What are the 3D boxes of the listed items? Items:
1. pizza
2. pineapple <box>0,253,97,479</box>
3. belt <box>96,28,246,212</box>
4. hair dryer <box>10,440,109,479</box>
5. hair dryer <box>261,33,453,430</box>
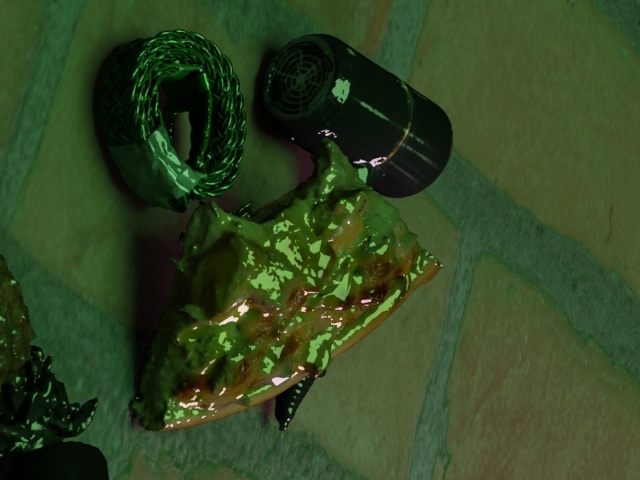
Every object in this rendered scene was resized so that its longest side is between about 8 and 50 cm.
[{"bbox_3d":[-0.020,0.039,1.581,0.323,0.089,0.223,-29,136,-28],"label":"pizza"},{"bbox_3d":[-0.237,0.103,1.373,0.119,0.111,0.237,-32,131,-14],"label":"pineapple"},{"bbox_3d":[-0.127,-0.097,1.554,0.121,0.079,0.151,-14,91,-43],"label":"belt"},{"bbox_3d":[-0.130,0.241,1.406,0.248,0.071,0.114,30,39,-46],"label":"hair dryer"},{"bbox_3d":[0.000,0.000,1.717,0.189,0.107,0.352,29,72,-48],"label":"hair dryer"}]
